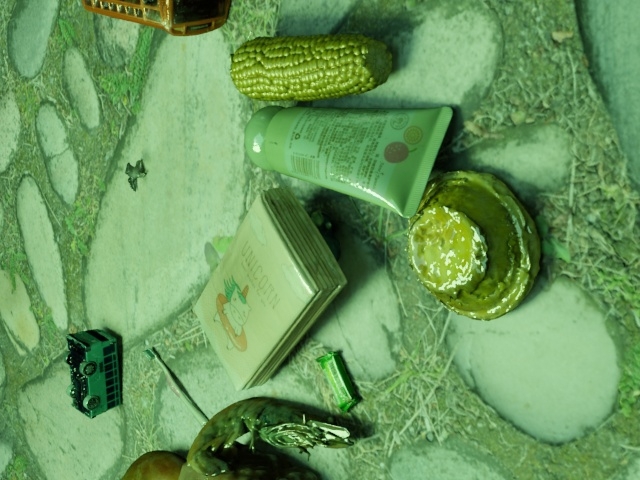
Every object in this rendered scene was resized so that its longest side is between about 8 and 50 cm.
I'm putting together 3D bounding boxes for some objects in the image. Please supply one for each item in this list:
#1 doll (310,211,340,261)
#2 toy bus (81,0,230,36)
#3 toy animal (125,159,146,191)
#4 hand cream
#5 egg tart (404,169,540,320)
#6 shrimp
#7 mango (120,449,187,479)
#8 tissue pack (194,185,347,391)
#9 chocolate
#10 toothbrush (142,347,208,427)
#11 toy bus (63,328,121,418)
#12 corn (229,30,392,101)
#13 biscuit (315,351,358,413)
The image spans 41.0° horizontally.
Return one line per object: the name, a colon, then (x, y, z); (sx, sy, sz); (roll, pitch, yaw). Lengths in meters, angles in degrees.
doll: (0.000, 0.000, 1.201); (0.076, 0.050, 0.083); (-17, 86, 53)
toy bus: (-0.242, -0.403, 1.312); (0.329, 0.143, 0.153); (22, 123, 40)
toy animal: (-0.327, -0.121, 1.525); (0.028, 0.050, 0.084); (34, 158, 9)
hand cream: (0.025, -0.123, 1.124); (0.305, 0.093, 0.147); (14, 79, 43)
egg tart: (0.167, 0.008, 1.023); (0.191, 0.074, 0.191); (13, 108, 46)
shrimp: (-0.087, 0.302, 1.273); (0.296, 0.169, 0.058); (-2, 123, 46)
mango: (-0.298, 0.450, 1.549); (0.267, 0.111, 0.133); (-29, 93, 43)
tissue pack: (-0.086, 0.081, 1.252); (0.170, 0.071, 0.325); (61, 145, 20)
chocolate: (-0.117, 0.380, 1.331); (0.214, 0.148, 0.093); (9, 99, 42)
toothbrush: (-0.258, 0.264, 1.540); (0.204, 0.022, 0.017); (44, 129, 27)
toy bus: (-0.441, 0.253, 1.672); (0.079, 0.091, 0.160); (18, 117, 40)
corn: (-0.019, -0.232, 1.150); (0.260, 0.091, 0.091); (8, 65, 44)
biscuit: (0.026, 0.204, 1.241); (0.046, 0.016, 0.089); (-38, 70, 44)
